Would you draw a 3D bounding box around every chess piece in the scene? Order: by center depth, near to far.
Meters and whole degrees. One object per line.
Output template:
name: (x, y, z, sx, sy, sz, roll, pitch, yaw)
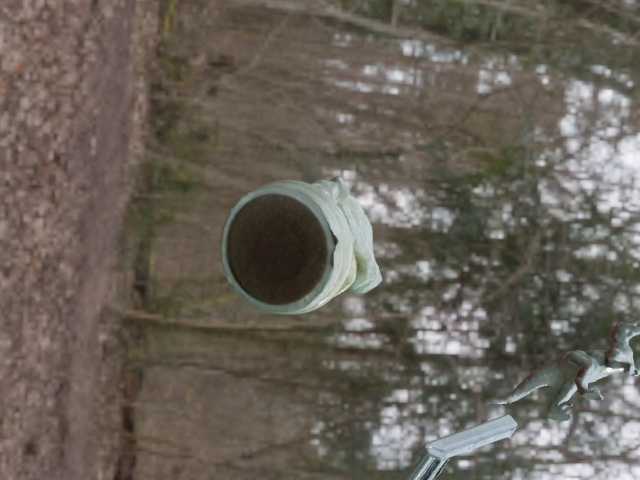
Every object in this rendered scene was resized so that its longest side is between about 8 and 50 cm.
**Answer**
chess piece: (0.000, 0.000, 1.591, 0.298, 0.176, 0.175, -15, 111, -67)

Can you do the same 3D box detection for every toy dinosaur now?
toy dinosaur: (0.347, 0.183, 1.650, 0.167, 0.242, 0.053, -84, 156, -56)

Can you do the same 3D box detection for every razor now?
razor: (0.209, 0.309, 1.776, 0.056, 0.278, 0.111, 44, -57, 22)
